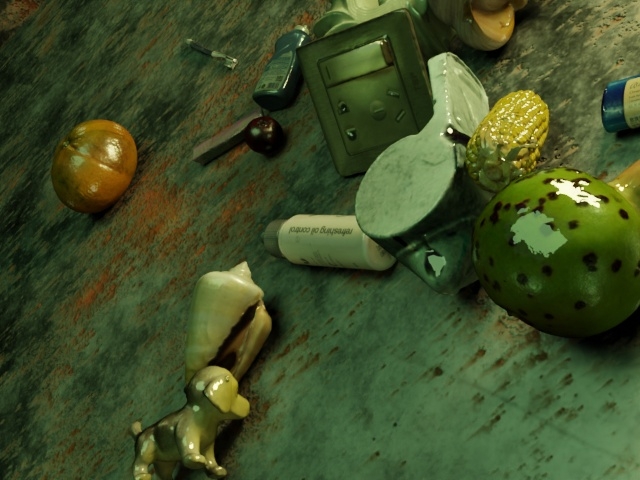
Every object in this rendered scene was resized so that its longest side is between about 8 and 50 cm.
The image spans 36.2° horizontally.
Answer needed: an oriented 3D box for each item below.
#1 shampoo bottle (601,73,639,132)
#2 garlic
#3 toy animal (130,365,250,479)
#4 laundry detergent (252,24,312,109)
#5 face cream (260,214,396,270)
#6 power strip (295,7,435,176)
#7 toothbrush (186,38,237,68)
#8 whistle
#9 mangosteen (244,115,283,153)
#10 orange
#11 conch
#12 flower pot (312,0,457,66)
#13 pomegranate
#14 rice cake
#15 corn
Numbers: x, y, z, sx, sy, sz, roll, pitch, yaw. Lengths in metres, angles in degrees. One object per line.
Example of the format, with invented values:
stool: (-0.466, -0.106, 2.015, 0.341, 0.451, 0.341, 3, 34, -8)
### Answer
shampoo bottle: (0.484, -0.205, 1.360, 0.183, 0.050, 0.087, -12, 49, 42)
garlic: (0.300, -0.436, 1.630, 0.207, 0.207, 0.256, -60, 20, -10)
toy animal: (-0.216, 0.321, 1.621, 0.233, 0.121, 0.168, -34, 52, 20)
laundry detergent: (-0.073, -0.380, 2.101, 0.096, 0.061, 0.206, -5, 57, 48)
face cream: (0.000, 0.000, 1.682, 0.311, 0.092, 0.092, 3, 62, 49)
power strip: (0.100, -0.260, 1.723, 0.257, 0.251, 0.092, -10, 18, 43)
toothbrush: (-0.273, -0.464, 2.422, 0.288, 0.024, 0.026, 35, 102, 53)
whistle: (0.200, -0.107, 1.487, 0.188, 0.168, 0.405, 2, 63, 49)
mangosteen: (-0.115, -0.212, 2.000, 0.081, 0.081, 0.081, -28, 43, 29)
orange: (-0.552, -0.183, 2.363, 0.240, 0.171, 0.240, -27, 45, 30)
conch: (-0.166, 0.161, 1.722, 0.158, 0.127, 0.255, 22, 97, 11)
flower pot: (0.142, -0.471, 1.858, 0.254, 0.164, 0.367, -7, 56, 38)
pomegranate: (0.324, -0.012, 1.251, 0.231, 0.231, 0.286, 7, 46, 50)
rice cake: (-0.198, -0.225, 2.128, 0.206, 0.036, 0.047, -27, 53, 30)
corn: (0.275, -0.154, 1.411, 0.106, 0.106, 0.293, -29, 13, 29)
